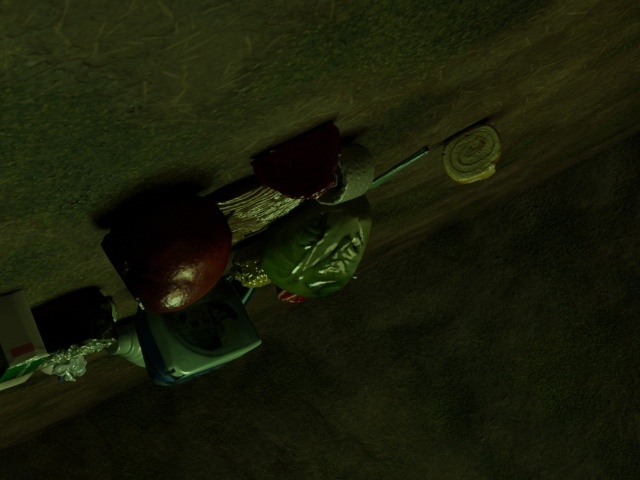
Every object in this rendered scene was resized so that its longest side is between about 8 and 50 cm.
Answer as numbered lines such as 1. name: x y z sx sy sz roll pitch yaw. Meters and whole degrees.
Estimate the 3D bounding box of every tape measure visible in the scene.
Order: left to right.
1. tape measure: -0.295 0.191 1.758 0.138 0.262 0.259 -25 173 39

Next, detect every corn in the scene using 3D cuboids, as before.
1. corn: -0.057 0.015 1.854 0.363 0.121 0.120 -22 170 -20

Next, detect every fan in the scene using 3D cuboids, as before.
1. fan: 0.184 -0.171 1.778 0.193 0.016 0.038 -32 166 37

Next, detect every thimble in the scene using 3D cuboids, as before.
1. thimble: 0.040 -0.126 1.398 0.090 0.102 0.115 -21 178 -41

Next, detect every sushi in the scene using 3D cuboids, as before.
1. sushi: -0.542 0.196 1.552 0.225 0.126 0.136 -23 170 -6

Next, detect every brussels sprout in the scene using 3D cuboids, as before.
1. brussels sprout: 0.000 0.000 1.651 0.271 0.219 0.210 -46 -158 26

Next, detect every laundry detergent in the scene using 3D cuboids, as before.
1. laundry detergent: -0.464 0.284 2.155 0.264 0.125 0.397 -46 158 24

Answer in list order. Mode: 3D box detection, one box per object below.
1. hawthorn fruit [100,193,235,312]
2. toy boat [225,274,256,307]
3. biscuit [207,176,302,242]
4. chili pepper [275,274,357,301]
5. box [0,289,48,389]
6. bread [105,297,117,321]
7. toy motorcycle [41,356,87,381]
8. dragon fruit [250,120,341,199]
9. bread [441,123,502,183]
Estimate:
1. hawthorn fruit: -0.231 0.014 1.235 0.251 0.190 0.189 -26 173 -38
2. toy boat: -0.266 0.181 2.107 0.299 0.096 0.062 -49 147 -6
3. biscuit: -0.158 -0.052 1.469 0.317 0.040 0.318 -26 170 -5
4. chili pepper: -0.024 0.093 2.314 0.134 0.131 0.338 8 159 -26
5. box: -0.588 0.192 1.385 0.081 0.135 0.199 -17 167 -37
6. bread: -0.592 0.217 1.754 0.286 0.056 0.207 -25 169 5
7. toy motorcycle: -0.676 0.315 1.979 0.112 0.113 0.254 -25 169 -6
8. dragon fruit: -0.027 -0.117 1.261 0.162 0.106 0.083 -27 172 -7
9. bread: 0.363 -0.201 1.761 0.149 0.122 0.073 -27 174 12
